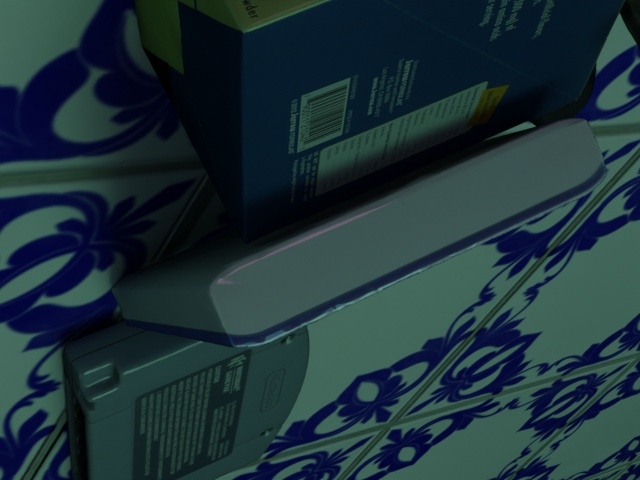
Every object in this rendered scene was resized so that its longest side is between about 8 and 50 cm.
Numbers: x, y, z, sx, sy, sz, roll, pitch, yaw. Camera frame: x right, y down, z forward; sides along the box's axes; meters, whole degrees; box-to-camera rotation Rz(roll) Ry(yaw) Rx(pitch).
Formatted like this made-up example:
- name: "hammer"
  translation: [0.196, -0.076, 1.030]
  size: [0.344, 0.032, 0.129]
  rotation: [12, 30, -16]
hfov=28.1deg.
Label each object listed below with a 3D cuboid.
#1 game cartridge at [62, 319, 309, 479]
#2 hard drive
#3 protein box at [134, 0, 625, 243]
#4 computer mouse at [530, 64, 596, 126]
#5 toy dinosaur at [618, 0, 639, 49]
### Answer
- name: "game cartridge"
  translation: [-0.107, 0.129, 1.044]
  size: [0.198, 0.062, 0.297]
  rotation: [-26, 155, -23]
- name: "hard drive"
  translation: [0.000, 0.000, 0.756]
  size: [0.210, 0.040, 0.318]
  rotation: [-24, -175, -16]
- name: "protein box"
  translation: [0.026, -0.130, 0.597]
  size: [0.201, 0.136, 0.200]
  rotation: [-24, 160, -13]
- name: "computer mouse"
  translation: [0.147, -0.132, 0.869]
  size: [0.071, 0.041, 0.242]
  rotation: [-36, 154, 10]
- name: "toy dinosaur"
  translation: [0.165, -0.211, 0.625]
  size: [0.064, 0.268, 0.118]
  rotation: [2, -168, 24]
